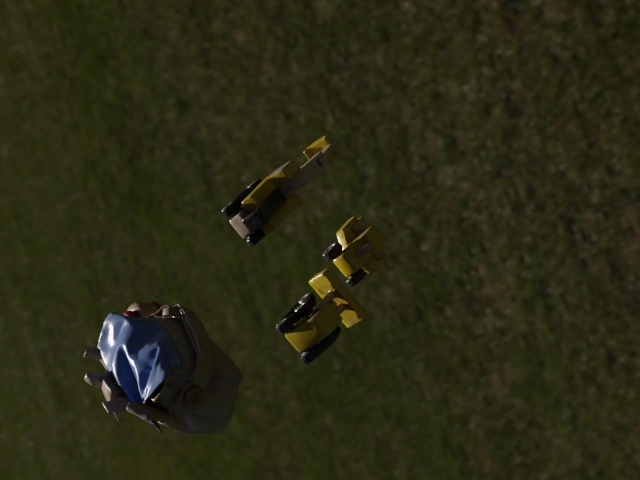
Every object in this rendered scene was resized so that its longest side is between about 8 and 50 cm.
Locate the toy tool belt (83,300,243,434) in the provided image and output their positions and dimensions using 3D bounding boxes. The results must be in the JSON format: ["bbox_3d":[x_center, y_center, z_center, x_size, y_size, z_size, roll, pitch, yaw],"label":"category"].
[{"bbox_3d":[-0.073,0.050,0.620,0.083,0.051,0.052,38,120,44],"label":"toy tool belt"}]

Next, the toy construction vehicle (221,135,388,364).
[{"bbox_3d":[0.000,0.000,0.734,0.035,0.098,0.086,-34,96,41],"label":"toy construction vehicle"}]
